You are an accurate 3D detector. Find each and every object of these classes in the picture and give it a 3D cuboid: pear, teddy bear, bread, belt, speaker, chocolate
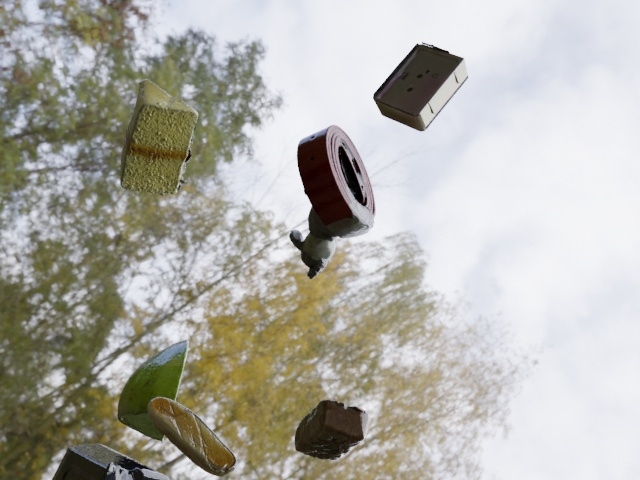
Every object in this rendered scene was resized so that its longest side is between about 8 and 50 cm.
[{"bbox_3d":[-0.406,0.350,1.798,0.139,0.239,0.288,22,-30,-4],"label":"pear"},{"bbox_3d":[-0.004,-0.018,2.313,0.171,0.144,0.251,40,-61,20],"label":"teddy bear"},{"bbox_3d":[-0.405,-0.236,1.711,0.178,0.142,0.266,40,-51,20],"label":"bread"},{"bbox_3d":[-0.252,0.385,1.408,0.214,0.073,0.053,37,-45,14],"label":"bread"},{"bbox_3d":[0.048,-0.162,2.065,0.115,0.227,0.323,-22,-94,30],"label":"belt"},{"bbox_3d":[-0.482,0.525,1.524,0.184,0.180,0.388,38,-26,-33],"label":"speaker"},{"bbox_3d":[0.030,0.511,1.916,0.214,0.148,0.093,126,-24,-50],"label":"chocolate"}]

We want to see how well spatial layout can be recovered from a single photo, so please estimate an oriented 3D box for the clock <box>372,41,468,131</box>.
[{"bbox_3d":[0.238,-0.363,1.700,0.147,0.192,0.071,30,-14,36],"label":"clock"}]
